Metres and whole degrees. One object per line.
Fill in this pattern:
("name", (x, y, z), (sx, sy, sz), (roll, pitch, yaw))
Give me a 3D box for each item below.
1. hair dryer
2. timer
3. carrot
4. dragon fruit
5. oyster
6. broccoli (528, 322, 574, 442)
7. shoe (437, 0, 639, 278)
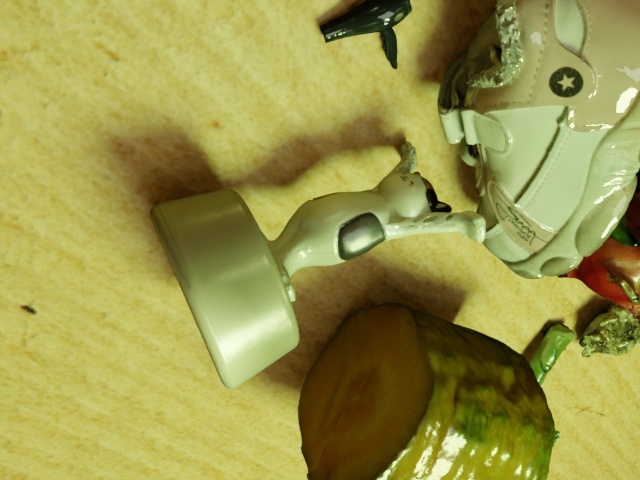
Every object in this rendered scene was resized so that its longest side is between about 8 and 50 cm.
("hair dryer", (0.046, -0.173, 0.670), (0.079, 0.031, 0.083), (-20, 143, 6))
("timer", (0.000, 0.000, 0.698), (0.265, 0.175, 0.175), (-24, 135, -11))
("carrot", (0.133, 0.214, 0.892), (0.340, 0.241, 0.241), (25, 114, -38))
("dragon fruit", (0.374, -0.002, 0.815), (0.200, 0.269, 0.199), (-7, 101, -26))
("oyster", (0.417, 0.134, 1.096), (0.165, 0.053, 0.108), (4, 136, -37))
("broccoli", (0.297, 0.210, 1.082), (0.118, 0.122, 0.204), (2, 114, -46))
("shoe", (0.206, -0.119, 0.712), (0.198, 0.172, 0.351), (25, 142, 0))
